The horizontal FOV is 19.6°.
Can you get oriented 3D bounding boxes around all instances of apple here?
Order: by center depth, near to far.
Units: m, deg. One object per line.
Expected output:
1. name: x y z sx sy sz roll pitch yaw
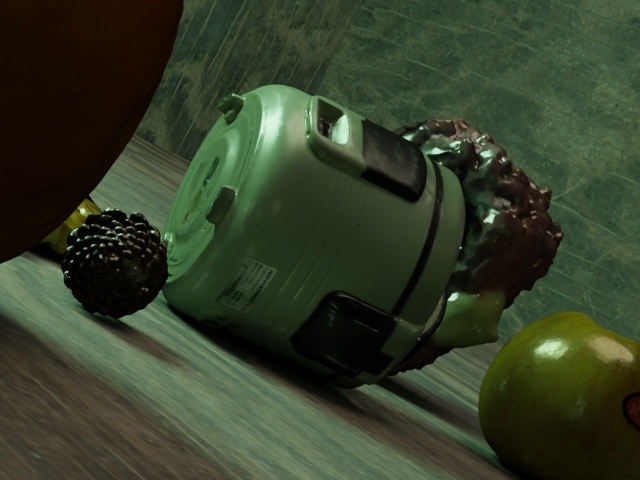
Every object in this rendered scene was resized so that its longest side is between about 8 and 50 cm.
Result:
1. apple: 0.231 0.148 1.666 0.182 0.155 0.182 25 3 -1

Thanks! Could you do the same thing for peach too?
1. peach: -0.245 -0.153 1.024 0.343 0.301 0.343 29 4 -2

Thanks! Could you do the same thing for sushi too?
1. sushi: 0.098 0.007 1.814 0.236 0.270 0.171 59 10 16

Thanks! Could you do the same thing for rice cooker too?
1. rice cooker: 0.000 0.000 1.543 0.244 0.226 0.226 30 2 -20

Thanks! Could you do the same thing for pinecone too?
1. pinecone: -0.144 0.018 1.291 0.077 0.077 0.083 28 -14 -2

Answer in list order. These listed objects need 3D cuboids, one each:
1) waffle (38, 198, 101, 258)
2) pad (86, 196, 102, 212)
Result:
1. waffle: -0.270 -0.048 1.512 0.245 0.052 0.254 30 3 26
2. pad: -0.389 -0.119 1.862 0.375 0.063 0.315 33 -11 24
